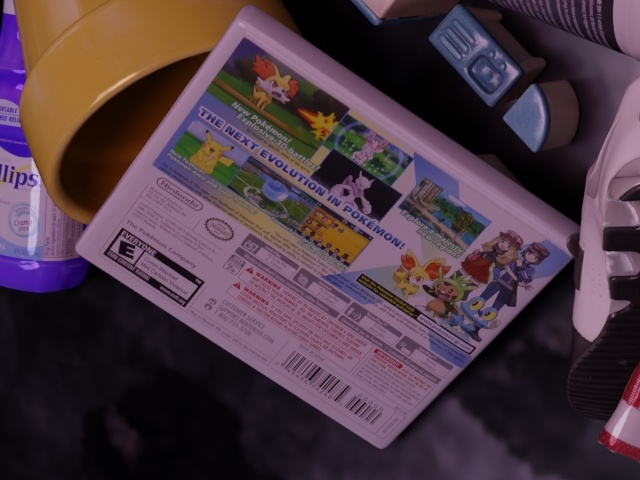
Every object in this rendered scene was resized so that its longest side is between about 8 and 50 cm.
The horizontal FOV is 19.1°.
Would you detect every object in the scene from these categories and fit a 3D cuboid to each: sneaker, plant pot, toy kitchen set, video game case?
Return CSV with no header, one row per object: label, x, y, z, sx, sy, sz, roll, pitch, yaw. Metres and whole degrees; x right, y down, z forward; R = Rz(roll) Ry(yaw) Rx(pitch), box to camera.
sneaker,0.254,0.011,1.461,0.122,0.146,0.330,2,140,-1
plant pot,-0.159,-0.178,1.660,0.254,0.254,0.239,-43,60,30
toy kitchen set,0.084,-0.116,1.573,0.207,0.122,0.166,49,119,17
video game case,0.000,0.000,1.578,0.329,0.036,0.300,34,128,-8

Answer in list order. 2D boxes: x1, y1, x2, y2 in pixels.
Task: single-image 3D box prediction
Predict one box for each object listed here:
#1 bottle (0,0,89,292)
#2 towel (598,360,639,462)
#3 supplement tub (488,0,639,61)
bottle,-0.274,-0.096,1.820,0.118,0.092,0.283,11,103,32
towel,0.368,0.043,1.342,0.329,0.237,0.037,-62,23,12
supplement tub,0.219,-0.245,1.427,0.272,0.191,0.191,26,110,27
